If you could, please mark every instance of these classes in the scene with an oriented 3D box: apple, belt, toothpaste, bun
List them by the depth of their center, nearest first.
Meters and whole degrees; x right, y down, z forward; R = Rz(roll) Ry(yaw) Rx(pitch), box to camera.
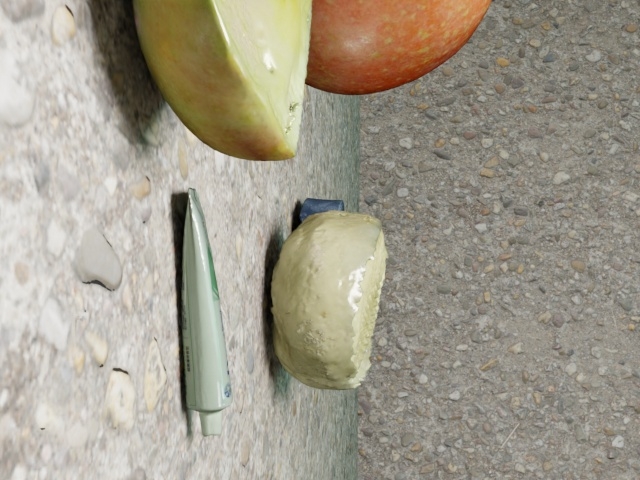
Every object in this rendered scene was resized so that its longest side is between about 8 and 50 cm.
[{"bbox_3d":[-0.080,-0.191,0.536,0.264,0.120,0.193,-87,160,-44],"label":"apple"},{"bbox_3d":[-0.103,0.063,0.622,0.064,0.041,0.218,-148,-126,-86],"label":"toothpaste"},{"bbox_3d":[0.061,-0.358,0.878,0.348,0.277,0.348,174,-90,-81],"label":"apple"},{"bbox_3d":[0.005,0.081,1.004,0.259,0.152,0.259,11,90,-78],"label":"bun"},{"bbox_3d":[0.000,0.000,1.238,0.190,0.082,0.141,-71,162,-71],"label":"belt"}]
